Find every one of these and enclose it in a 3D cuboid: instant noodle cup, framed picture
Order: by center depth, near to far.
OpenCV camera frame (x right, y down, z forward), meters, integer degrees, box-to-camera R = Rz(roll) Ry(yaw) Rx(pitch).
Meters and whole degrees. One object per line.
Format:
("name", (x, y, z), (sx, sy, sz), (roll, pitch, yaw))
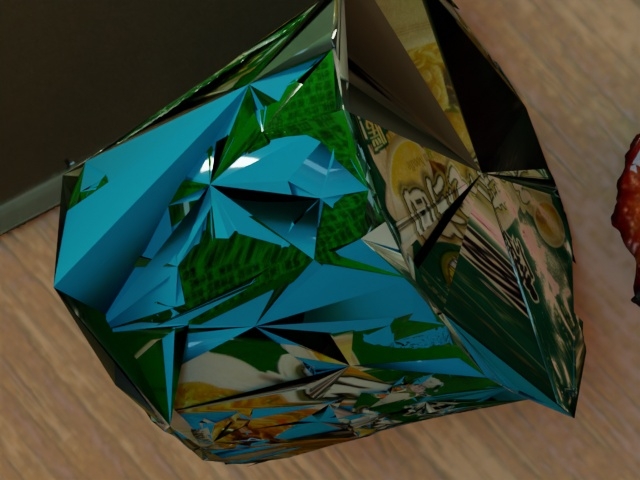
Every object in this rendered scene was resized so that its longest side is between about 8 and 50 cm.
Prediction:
("instant noodle cup", (0.000, 0.000, 0.891), (0.178, 0.240, 0.240), (-25, 83, 24))
("framed picture", (-0.127, -0.151, 0.980), (0.293, 0.018, 0.231), (-25, 109, 16))

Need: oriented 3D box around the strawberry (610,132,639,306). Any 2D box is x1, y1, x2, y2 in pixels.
("strawberry", (0.201, -0.021, 0.908), (0.104, 0.048, 0.152), (7, 77, 25))
